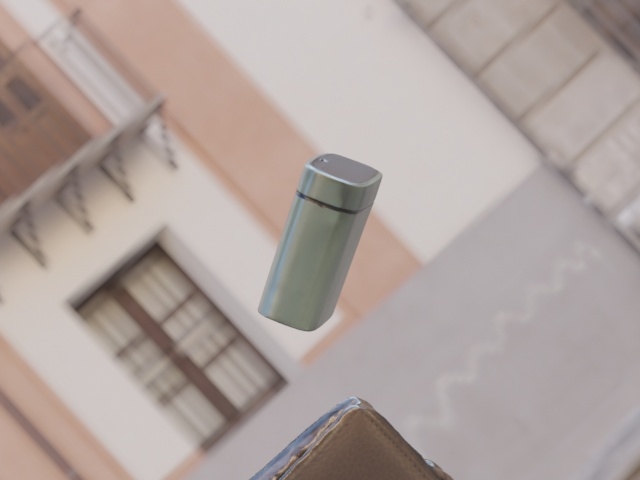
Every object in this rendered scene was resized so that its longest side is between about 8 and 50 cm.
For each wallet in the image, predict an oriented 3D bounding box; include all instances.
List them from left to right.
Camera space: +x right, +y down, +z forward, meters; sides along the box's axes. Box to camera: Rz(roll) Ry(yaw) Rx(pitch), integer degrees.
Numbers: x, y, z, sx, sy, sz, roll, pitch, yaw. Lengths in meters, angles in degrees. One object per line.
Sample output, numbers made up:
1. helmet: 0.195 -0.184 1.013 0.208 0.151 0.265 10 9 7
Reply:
1. wallet: 0.021 0.152 0.932 0.118 0.153 0.039 -45 31 -6

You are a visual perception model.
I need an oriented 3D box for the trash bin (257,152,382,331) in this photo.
1. trash bin: 0.000 0.000 1.655 0.116 0.059 0.130 -33 -37 -75
